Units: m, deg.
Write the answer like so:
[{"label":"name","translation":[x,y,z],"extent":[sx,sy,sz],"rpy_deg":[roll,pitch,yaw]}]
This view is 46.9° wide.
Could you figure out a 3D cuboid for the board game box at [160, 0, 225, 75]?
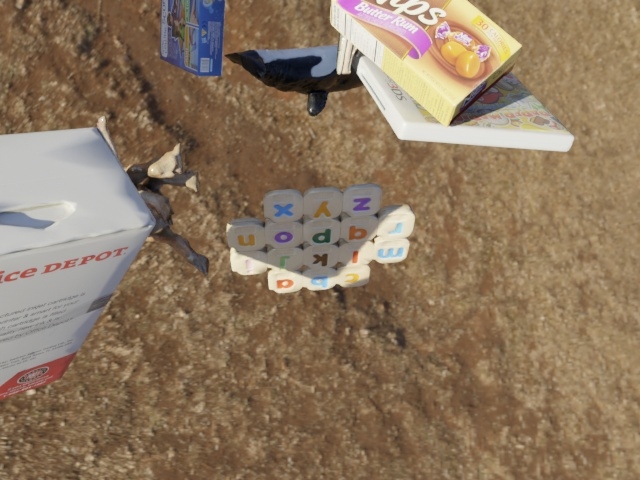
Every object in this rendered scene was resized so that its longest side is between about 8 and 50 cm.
[{"label":"board game box","translation":[-0.159,-0.315,0.910],"extent":[0.035,0.136,0.201],"rpy_deg":[-7,114,-31]}]

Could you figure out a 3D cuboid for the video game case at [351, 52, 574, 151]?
[{"label":"video game case","translation":[0.167,-0.179,0.911],"extent":[0.226,0.026,0.206],"rpy_deg":[2,38,-20]}]

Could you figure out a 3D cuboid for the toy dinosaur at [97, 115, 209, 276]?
[{"label":"toy dinosaur","translation":[-0.256,-0.034,0.906],"extent":[0.200,0.296,0.127],"rpy_deg":[-4,70,6]}]

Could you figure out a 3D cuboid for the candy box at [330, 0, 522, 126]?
[{"label":"candy box","translation":[0.113,-0.227,0.813],"extent":[0.109,0.053,0.187],"rpy_deg":[-41,76,-13]}]

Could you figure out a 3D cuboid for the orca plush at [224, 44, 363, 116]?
[{"label":"orca plush","translation":[-0.008,-0.244,1.137],"extent":[0.287,0.151,0.102],"rpy_deg":[-19,103,-57]}]

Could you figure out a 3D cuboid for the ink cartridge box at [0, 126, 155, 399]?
[{"label":"ink cartridge box","translation":[-0.290,0.039,0.625],"extent":[0.197,0.273,0.114],"rpy_deg":[-15,65,-46]}]

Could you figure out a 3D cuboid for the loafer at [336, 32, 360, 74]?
[{"label":"loafer","translation":[0.045,-0.265,0.901],"extent":[0.039,0.045,0.125],"rpy_deg":[6,98,-7]}]

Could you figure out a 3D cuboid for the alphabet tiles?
[{"label":"alphabet tiles","translation":[0.000,0.000,1.144],"extent":[0.283,0.278,0.021],"rpy_deg":[-5,56,-4]}]
